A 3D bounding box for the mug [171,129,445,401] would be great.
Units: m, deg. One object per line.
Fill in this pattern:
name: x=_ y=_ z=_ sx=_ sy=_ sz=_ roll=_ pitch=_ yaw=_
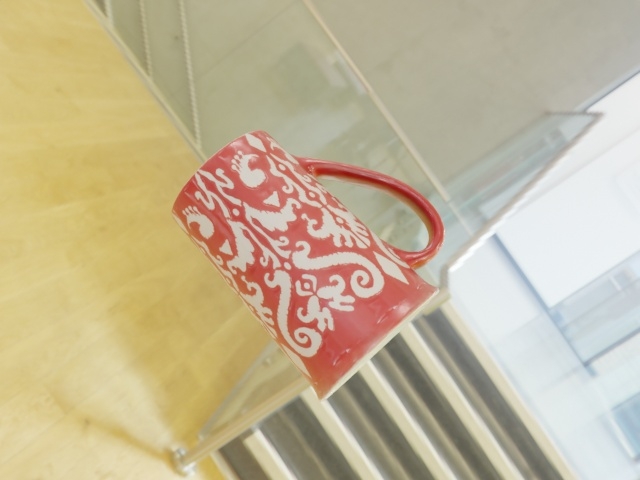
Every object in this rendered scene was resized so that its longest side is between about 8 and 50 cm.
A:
mug: x=-0.006 y=0.007 z=0.636 sx=0.169 sy=0.113 sz=0.150 roll=46 pitch=42 yaw=9
